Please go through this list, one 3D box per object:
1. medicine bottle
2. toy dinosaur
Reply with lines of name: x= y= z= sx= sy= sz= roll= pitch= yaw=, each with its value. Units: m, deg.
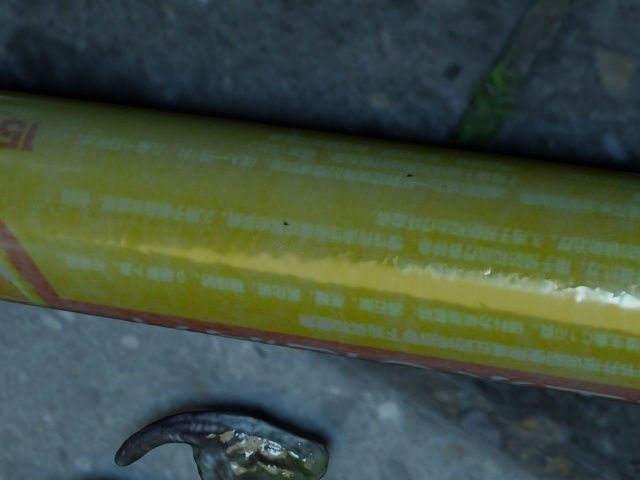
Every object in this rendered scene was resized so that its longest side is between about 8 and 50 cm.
medicine bottle: x=0.000 y=0.000 z=0.745 sx=0.426 sy=0.108 sz=0.108 roll=8 pitch=120 yaw=16
toy dinosaur: x=-0.091 y=0.190 z=0.906 sx=0.294 sy=0.077 sz=0.162 roll=-37 pitch=96 yaw=17
